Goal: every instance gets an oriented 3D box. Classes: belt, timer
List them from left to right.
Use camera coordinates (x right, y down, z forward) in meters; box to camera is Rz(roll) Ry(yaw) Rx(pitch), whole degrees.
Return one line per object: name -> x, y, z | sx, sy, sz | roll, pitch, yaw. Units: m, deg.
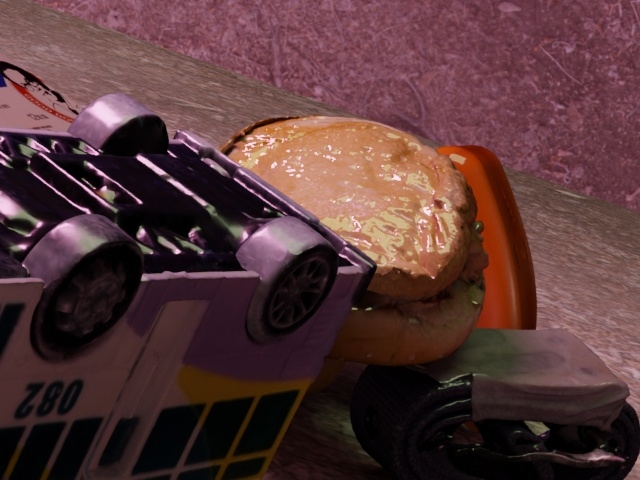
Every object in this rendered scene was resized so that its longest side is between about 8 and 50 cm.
timer -> 0.123, 0.045, 1.705 | 0.161, 0.250, 0.257 | -22, -1, 11
belt -> 0.147, 0.151, 1.469 | 0.230, 0.140, 0.126 | 5, 17, -24

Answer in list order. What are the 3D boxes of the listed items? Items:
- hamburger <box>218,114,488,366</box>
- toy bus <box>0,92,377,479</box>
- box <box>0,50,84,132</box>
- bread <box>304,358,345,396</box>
hamburger -> 0.000, 0.000, 1.448 | 0.286, 0.146, 0.243 | 31, 35, 34
toy bus -> -0.191, 0.053, 1.156 | 0.209, 0.249, 0.440 | 36, 19, 27
box -> -0.408, -0.154, 2.121 | 0.214, 0.069, 0.353 | 34, 14, 11
bread -> -0.050, 0.059, 1.637 | 0.172, 0.121, 0.311 | 19, 15, 0
